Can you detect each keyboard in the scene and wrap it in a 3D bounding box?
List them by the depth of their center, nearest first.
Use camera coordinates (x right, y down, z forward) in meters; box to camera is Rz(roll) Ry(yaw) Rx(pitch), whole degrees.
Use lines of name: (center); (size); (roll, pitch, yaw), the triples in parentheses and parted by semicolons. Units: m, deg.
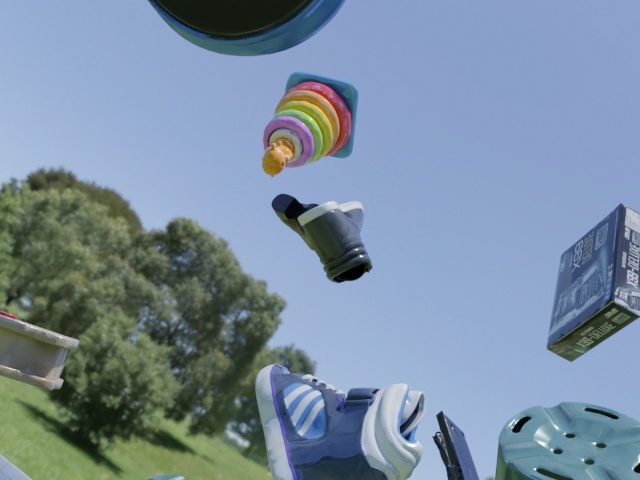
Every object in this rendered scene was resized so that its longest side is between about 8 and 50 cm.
keyboard: (0.306, 0.514, 1.667); (0.201, 0.033, 0.317); (47, 19, -37)

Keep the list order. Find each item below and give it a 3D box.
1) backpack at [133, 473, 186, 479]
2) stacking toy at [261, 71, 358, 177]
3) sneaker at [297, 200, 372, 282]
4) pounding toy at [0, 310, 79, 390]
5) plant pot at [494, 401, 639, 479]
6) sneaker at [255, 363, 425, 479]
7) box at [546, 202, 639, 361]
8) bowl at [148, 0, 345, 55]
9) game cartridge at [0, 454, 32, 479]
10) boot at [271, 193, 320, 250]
backpack: (-0.268, 0.528, 1.252); (0.355, 0.273, 0.290); (-42, -121, 49)
stacking toy: (-0.048, -0.201, 1.489); (0.165, 0.302, 0.175); (14, -56, 15)
sneaker: (0.044, 0.007, 1.465); (0.147, 0.104, 0.295); (66, 14, 4)
pounding toy: (-0.501, 0.171, 1.093); (0.269, 0.155, 0.154); (25, -13, -25)
plant pot: (0.426, 0.476, 1.263); (0.341, 0.341, 0.334); (15, -62, 43)
sneaker: (0.038, 0.263, 1.132); (0.323, 0.236, 0.130); (-112, -178, -66)
box: (0.642, 0.098, 1.767); (0.076, 0.307, 0.242); (28, -39, -5)
bowl: (-0.121, -0.481, 1.155); (0.391, 0.391, 0.077); (32, 14, 10)
game cartridge: (-0.586, 0.562, 1.581); (0.294, 0.060, 0.196); (31, -31, 18)
boot: (0.000, 0.000, 2.248); (0.264, 0.096, 0.280); (21, -21, 39)
